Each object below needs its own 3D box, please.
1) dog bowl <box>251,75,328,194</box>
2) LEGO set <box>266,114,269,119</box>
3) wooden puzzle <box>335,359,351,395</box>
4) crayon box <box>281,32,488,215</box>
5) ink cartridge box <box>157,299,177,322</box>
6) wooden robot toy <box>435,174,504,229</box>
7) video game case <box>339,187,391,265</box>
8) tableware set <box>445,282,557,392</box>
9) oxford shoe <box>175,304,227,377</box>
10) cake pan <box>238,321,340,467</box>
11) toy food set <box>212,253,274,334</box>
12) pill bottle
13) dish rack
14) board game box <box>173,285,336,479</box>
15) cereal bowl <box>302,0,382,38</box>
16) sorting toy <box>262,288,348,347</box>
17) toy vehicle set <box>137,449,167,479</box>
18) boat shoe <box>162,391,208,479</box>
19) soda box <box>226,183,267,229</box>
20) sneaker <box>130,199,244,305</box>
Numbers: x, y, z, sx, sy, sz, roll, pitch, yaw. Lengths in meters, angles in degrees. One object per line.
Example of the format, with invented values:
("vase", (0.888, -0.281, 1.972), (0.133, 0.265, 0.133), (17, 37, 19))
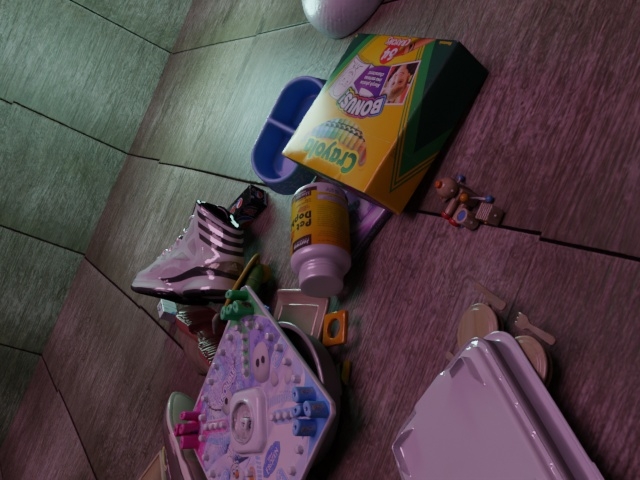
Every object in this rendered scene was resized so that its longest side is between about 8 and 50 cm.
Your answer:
("dog bowl", (-0.060, -0.255, 1.626), (0.166, 0.074, 0.297), (31, 96, 27))
("LEGO set", (-0.073, -0.333, 1.763), (0.227, 0.087, 0.093), (-36, 42, 39))
("wooden puzzle", (0.019, 0.271, 1.276), (0.116, 0.014, 0.078), (-34, 39, 42))
("crayon box", (0.109, -0.247, 1.365), (0.313, 0.106, 0.363), (-57, 32, 0))
("ink cartridge box", (-0.451, 0.203, 2.020), (0.028, 0.048, 0.083), (-57, 30, 15))
("wooden robot toy", (0.219, -0.068, 1.131), (0.076, 0.079, 0.173), (-58, 31, 13))
("video game case", (0.066, -0.055, 1.416), (0.274, 0.026, 0.196), (-53, 33, 19))
("tableware set", (0.258, 0.154, 0.956), (0.194, 0.039, 0.128), (43, 116, 62))
("oxford shoe", (-0.240, 0.273, 1.617), (0.348, 0.123, 0.130), (35, 130, 55))
("cake pan", (-0.061, 0.300, 1.284), (0.293, 0.054, 0.293), (-16, 69, 51))
("toy food set", (-0.167, 0.134, 1.580), (0.218, 0.071, 0.128), (-60, -5, -32))
("pill bottle", (0.000, 0.000, 1.339), (0.117, 0.117, 0.215), (-38, 41, 39))
("dish rack", (0.199, 0.304, 0.873), (0.285, 0.072, 0.333), (-62, 28, 28))
("board game box", (-0.150, 0.345, 1.309), (0.390, 0.050, 0.390), (46, 120, 48))
("cereal bowl", (0.058, -0.702, 1.762), (0.339, 0.141, 0.339), (-35, 43, 40))
("sorting toy", (-0.045, 0.198, 1.392), (0.347, 0.047, 0.196), (-5, 70, 54))
("toy vehicle set", (-0.394, 0.658, 1.629), (0.166, 0.035, 0.267), (-53, 33, 21))
("boat shoe", (-0.303, 0.480, 1.538), (0.097, 0.116, 0.324), (-52, 39, 17))
("soda box", (-0.211, -0.073, 1.831), (0.169, 0.053, 0.060), (-42, 39, 36))
("sneaker", (-0.337, 0.034, 1.831), (0.447, 0.169, 0.257), (-6, 70, 46))
